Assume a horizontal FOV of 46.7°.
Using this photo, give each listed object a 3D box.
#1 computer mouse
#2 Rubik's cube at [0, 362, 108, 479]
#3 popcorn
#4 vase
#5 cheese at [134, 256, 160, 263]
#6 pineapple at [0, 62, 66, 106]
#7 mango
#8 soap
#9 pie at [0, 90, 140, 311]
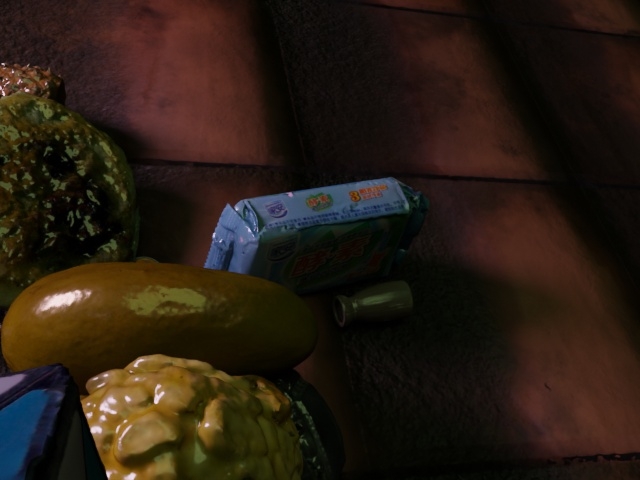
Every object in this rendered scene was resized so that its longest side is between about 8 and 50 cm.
[{"bbox_3d":[-0.045,0.200,0.850,0.106,0.062,0.192,-21,57,-33],"label":"computer mouse"},{"bbox_3d":[-0.264,0.286,0.428,0.307,0.305,0.310,-14,22,-2],"label":"Rubik's cube"},{"bbox_3d":[-0.128,0.225,0.696,0.250,0.250,0.190,-14,30,-27],"label":"popcorn"},{"bbox_3d":[0.069,0.087,0.993,0.101,0.053,0.053,-10,54,-20],"label":"vase"},{"bbox_3d":[-0.204,0.053,0.958,0.111,0.017,0.047,29,51,8],"label":"cheese"},{"bbox_3d":[-0.481,-0.216,1.040,0.237,0.111,0.119,15,73,-3],"label":"pineapple"},{"bbox_3d":[-0.173,0.095,0.786,0.332,0.195,0.142,-6,65,3],"label":"mango"},{"bbox_3d":[0.000,0.000,0.976,0.293,0.156,0.077,-11,53,-25],"label":"soap"},{"bbox_3d":[-0.357,-0.046,0.903,0.323,0.070,0.323,19,49,-23],"label":"pie"}]
